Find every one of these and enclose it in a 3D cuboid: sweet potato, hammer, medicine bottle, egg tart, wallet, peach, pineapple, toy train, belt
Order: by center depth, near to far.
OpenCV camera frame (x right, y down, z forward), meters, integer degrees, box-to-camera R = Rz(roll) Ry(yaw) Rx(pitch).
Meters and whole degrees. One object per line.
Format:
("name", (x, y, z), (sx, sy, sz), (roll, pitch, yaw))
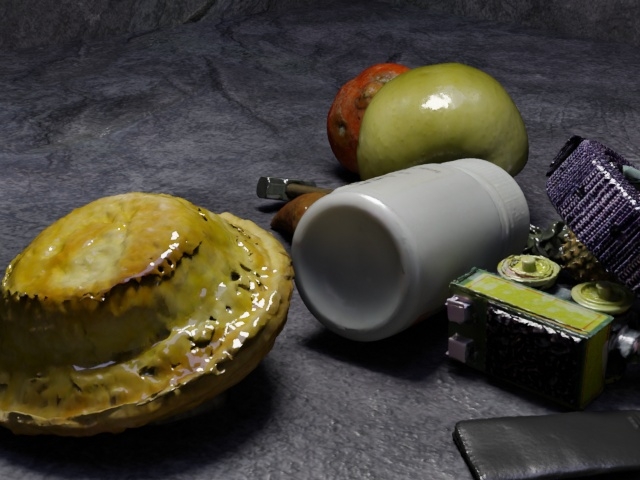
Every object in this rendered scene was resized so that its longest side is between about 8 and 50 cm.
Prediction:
("wallet", (0.284, 0.236, 1.264), (0.244, 0.025, 0.124), (-2, 22, -9))
("egg tart", (-0.253, 0.063, 1.372), (0.443, 0.178, 0.443), (-11, 31, 7))
("toy train", (0.293, 0.116, 1.436), (0.261, 0.134, 0.177), (20, 33, 36))
("belt", (0.435, -0.012, 1.479), (0.260, 0.122, 0.324), (29, 21, -28))
("medicine bottle", (0.140, 0.000, 1.583), (0.211, 0.211, 0.371), (15, 19, 31))
("pineapple", (0.381, 0.016, 1.728), (0.251, 0.125, 0.125), (9, 23, 32))
("sweet potato", (0.006, -0.013, 1.782), (0.095, 0.106, 0.354), (29, 6, -29))
("hammer", (0.030, -0.076, 1.899), (0.111, 0.043, 0.365), (5, 4, -36))
("peach", (0.120, -0.235, 2.146), (0.232, 0.232, 0.257), (15, -12, 31))

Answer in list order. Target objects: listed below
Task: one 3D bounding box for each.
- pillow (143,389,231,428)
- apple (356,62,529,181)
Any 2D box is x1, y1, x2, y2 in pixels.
("pillow", (-0.198, 0.170, 1.395), (0.131, 0.038, 0.233), (-9, 24, -21))
("apple", (0.194, -0.185, 1.905), (0.295, 0.233, 0.257), (-24, 35, 25))
